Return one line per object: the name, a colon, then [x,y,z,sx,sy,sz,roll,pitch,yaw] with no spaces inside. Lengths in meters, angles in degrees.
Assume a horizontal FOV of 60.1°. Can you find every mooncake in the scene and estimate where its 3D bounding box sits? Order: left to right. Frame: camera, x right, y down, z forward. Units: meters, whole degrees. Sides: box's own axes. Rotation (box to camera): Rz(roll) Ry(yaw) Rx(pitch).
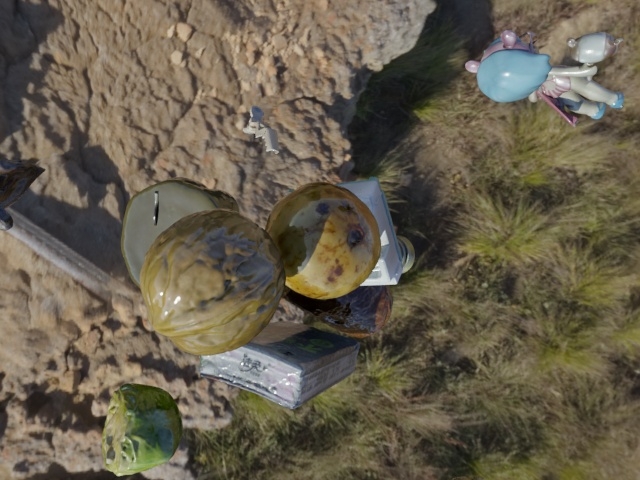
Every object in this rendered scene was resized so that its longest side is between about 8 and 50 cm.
mooncake: [-0.397,-0.001,1.657,0.378,0.201,0.379,2,97,15]

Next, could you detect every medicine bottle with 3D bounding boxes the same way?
medicine bottle: [0.203,0.056,2.033,0.322,0.151,0.151,0,103,-51]

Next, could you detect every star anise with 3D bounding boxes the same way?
star anise: [-0.557,-0.064,0.782,0.257,0.198,0.111,7,131,-9]

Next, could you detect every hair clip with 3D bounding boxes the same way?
hair clip: [-0.128,-0.254,1.264,0.034,0.226,0.072,12,107,-27]

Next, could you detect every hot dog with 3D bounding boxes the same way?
hot dog: [0.053,0.152,1.663,0.267,0.174,0.387,-32,131,28]

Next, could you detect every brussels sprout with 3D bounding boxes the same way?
brussels sprout: [-0.306,0.329,0.965,0.122,0.149,0.152,16,64,-30]

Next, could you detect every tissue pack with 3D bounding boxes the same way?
tissue pack: [-0.095,0.312,1.485,0.394,0.288,0.124,4,96,-67]

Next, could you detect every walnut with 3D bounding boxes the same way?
walnut: [-0.165,0.065,0.847,0.228,0.228,0.228,-5,103,-20]

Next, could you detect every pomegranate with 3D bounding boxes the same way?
pomegranate: [0.000,0.000,1.025,0.215,0.215,0.215,-5,103,-20]

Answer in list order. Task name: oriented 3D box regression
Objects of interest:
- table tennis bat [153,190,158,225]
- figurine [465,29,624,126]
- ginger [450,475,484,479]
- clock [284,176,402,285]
table tennis bat: [-0.352,-0.069,1.187,0.007,0.050,0.083,6,128,-10]
figurine: [0.375,-0.251,0.870,0.260,0.205,0.103,16,81,-18]
ginger: [0.209,0.482,0.989,0.137,0.074,0.213,-47,153,24]
clock: [0.052,0.000,1.282,0.231,0.116,0.262,-5,123,22]
